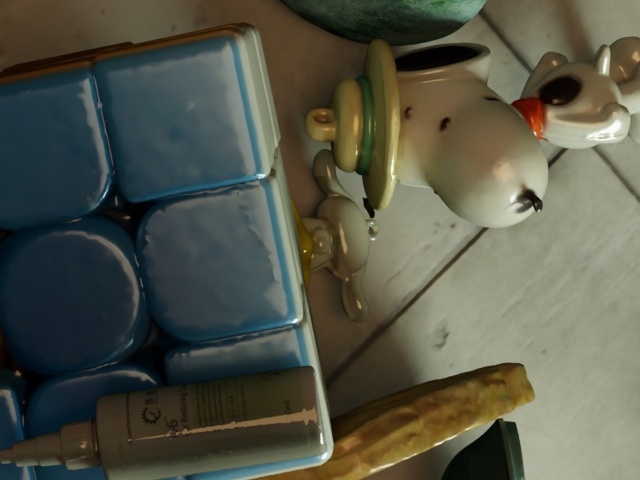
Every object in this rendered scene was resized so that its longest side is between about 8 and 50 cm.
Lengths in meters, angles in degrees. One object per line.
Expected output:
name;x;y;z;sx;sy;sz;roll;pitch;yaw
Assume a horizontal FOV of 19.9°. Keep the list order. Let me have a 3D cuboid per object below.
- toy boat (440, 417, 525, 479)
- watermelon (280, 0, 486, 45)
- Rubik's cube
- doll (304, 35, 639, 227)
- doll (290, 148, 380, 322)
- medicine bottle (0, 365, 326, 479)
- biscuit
toy boat;0.154;0.288;1.488;0.122;0.114;0.296;-2;101;-6
watermelon;0.018;-0.287;1.386;0.175;0.188;0.321;-33;100;-13
Rubik's cube;-0.161;0.015;1.270;0.292;0.291;0.290;-12;98;2
doll;0.141;-0.099;1.468;0.271;0.208;0.144;-35;146;-41
doll;-0.002;-0.008;1.465;0.113;0.071;0.135;14;78;-25
medicine bottle;-0.098;0.117;1.113;0.199;0.057;0.057;-8;96;0
biscuit;0.009;0.162;1.367;0.376;0.269;0.051;-17;80;-46
